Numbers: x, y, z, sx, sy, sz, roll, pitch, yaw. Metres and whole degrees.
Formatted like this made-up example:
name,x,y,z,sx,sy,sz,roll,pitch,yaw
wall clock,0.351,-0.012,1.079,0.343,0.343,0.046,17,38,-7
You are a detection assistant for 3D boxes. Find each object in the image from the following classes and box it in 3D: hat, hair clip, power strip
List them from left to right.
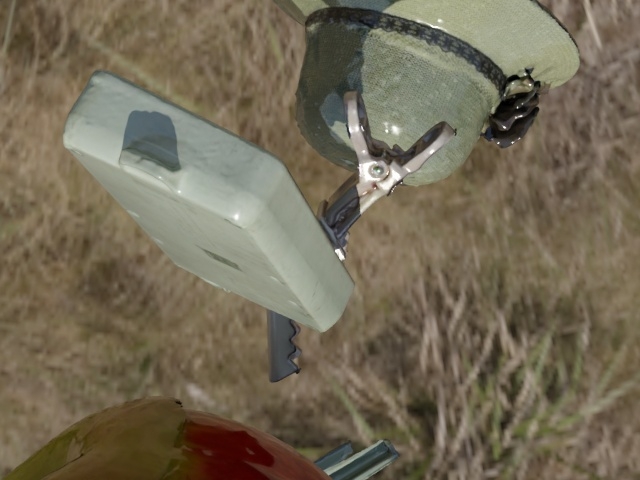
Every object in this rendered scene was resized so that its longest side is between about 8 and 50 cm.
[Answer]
name,x,y,z,sx,sy,sz,roll,pitch,yaw
power strip,-0.054,-0.013,0.932,0.118,0.046,0.270,24,169,16
hair clip,0.000,0.000,1.076,0.072,0.034,0.226,28,119,-8
hat,0.052,-0.113,1.242,0.257,0.257,0.130,24,78,-20

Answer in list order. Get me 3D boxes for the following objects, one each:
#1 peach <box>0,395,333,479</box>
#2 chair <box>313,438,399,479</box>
name,x,y,z,sx,sy,sz,roll,pitch,yaw
peach,-0.098,0.295,1.092,0.370,0.370,0.370,-2,128,-2
chair,-0.044,0.320,1.591,0.275,0.190,0.203,-23,100,-17
